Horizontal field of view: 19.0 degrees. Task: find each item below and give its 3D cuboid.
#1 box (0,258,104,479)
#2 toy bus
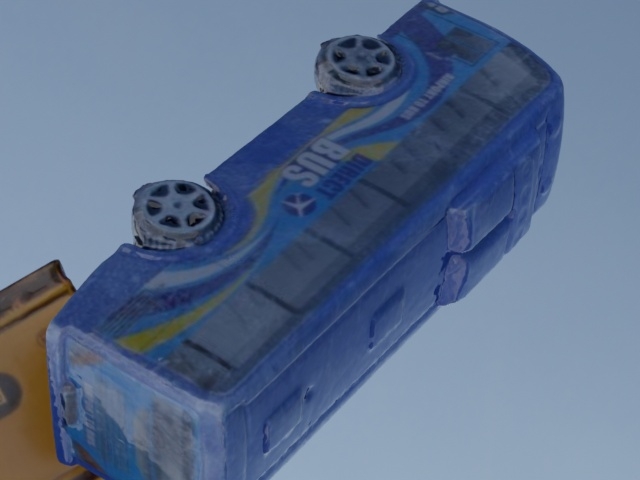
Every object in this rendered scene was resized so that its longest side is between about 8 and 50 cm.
[{"bbox_3d":[-0.107,0.147,0.721,0.237,0.152,0.070,60,-13,-2],"label":"box"},{"bbox_3d":[0.001,0.003,0.692,0.094,0.236,0.079,32,-40,20],"label":"toy bus"}]
